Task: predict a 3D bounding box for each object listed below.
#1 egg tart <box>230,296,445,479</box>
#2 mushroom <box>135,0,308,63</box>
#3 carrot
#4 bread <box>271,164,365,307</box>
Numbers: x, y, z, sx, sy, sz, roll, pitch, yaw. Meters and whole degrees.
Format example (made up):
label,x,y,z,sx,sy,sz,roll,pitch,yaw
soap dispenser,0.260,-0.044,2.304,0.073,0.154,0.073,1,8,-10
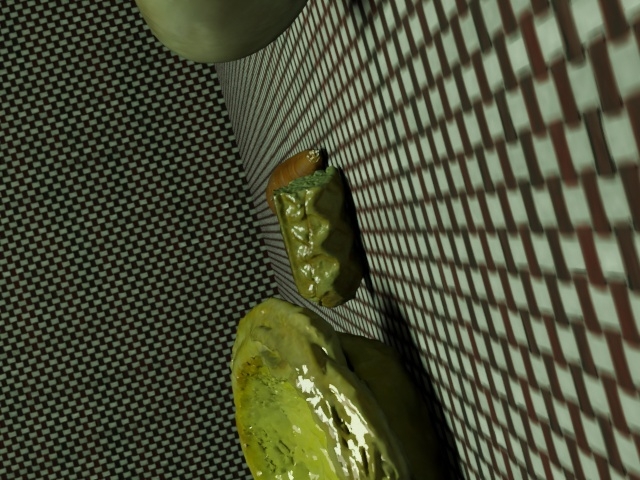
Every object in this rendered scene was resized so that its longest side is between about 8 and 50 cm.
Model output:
label,x,y,z,sx,sy,sz,roll,pitch,yaw
egg tart,0.021,0.166,0.784,0.279,0.095,0.279,52,152,42
mushroom,-0.093,-0.193,0.543,0.206,0.209,0.206,-169,90,-82
carrot,-0.019,-0.056,0.992,0.216,0.048,0.048,132,123,-78
bread,0.000,0.000,0.850,0.066,0.060,0.110,16,129,49
